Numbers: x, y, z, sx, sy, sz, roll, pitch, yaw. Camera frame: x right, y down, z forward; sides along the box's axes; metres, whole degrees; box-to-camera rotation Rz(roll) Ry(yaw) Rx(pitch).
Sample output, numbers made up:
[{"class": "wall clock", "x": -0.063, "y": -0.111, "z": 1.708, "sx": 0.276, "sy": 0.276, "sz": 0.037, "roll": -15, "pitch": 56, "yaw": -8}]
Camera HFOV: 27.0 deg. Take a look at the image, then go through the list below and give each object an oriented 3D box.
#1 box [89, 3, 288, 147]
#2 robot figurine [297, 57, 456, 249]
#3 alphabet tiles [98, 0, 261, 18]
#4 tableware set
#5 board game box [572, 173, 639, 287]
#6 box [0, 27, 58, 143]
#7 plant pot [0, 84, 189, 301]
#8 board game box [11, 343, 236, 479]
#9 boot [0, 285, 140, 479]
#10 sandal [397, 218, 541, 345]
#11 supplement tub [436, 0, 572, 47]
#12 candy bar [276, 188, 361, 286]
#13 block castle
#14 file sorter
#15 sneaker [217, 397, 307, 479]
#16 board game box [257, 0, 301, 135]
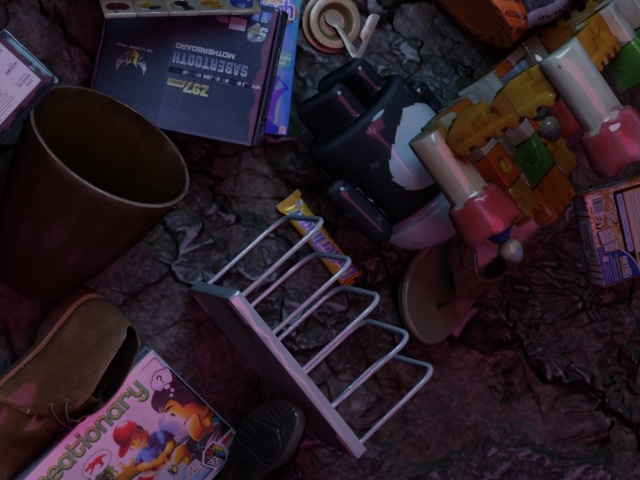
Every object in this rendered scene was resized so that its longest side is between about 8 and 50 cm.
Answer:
[{"class": "box", "x": -0.173, "y": -0.231, "z": 1.735, "sx": 0.232, "sy": 0.059, "sz": 0.183, "roll": 13, "pitch": 95, "yaw": 8}, {"class": "robot figurine", "x": 0.100, "y": -0.115, "z": 1.824, "sx": 0.209, "sy": 0.173, "sz": 0.278, "roll": -42, "pitch": 105, "yaw": 2}, {"class": "alphabet tiles", "x": -0.175, "y": -0.336, "z": 1.718, "sx": 0.237, "sy": 0.198, "sz": 0.009, "roll": -4, "pitch": 126, "yaw": -16}, {"class": "tableware set", "x": 0.042, "y": -0.354, "z": 1.858, "sx": 0.128, "sy": 0.039, "sz": 0.194, "roll": 25, "pitch": 86, "yaw": -18}, {"class": "board game box", "x": 0.489, "y": -0.025, "z": 2.025, "sx": 0.193, "sy": 0.045, "sz": 0.147, "roll": -16, "pitch": 99, "yaw": -16}, {"class": "box", "x": -0.485, "y": -0.071, "z": 1.565, "sx": 0.097, "sy": 0.318, "sz": 0.395, "roll": 43, "pitch": 82, "yaw": -15}, {"class": "plant pot", "x": -0.316, "y": -0.038, "z": 1.674, "sx": 0.215, "sy": 0.215, "sz": 0.230, "roll": 29, "pitch": 119, "yaw": -18}, {"class": "board game box", "x": -0.273, "y": 0.316, "z": 1.801, "sx": 0.305, "sy": 0.053, "sz": 0.193, "roll": -46, "pitch": 106, "yaw": -10}, {"class": "boot", "x": -0.351, "y": 0.210, "z": 1.722, "sx": 0.305, "sy": 0.115, "sz": 0.112, "roll": -56, "pitch": 150, "yaw": -6}, {"class": "sandal", "x": 0.224, "y": 0.020, "z": 1.921, "sx": 0.120, "sy": 0.086, "sz": 0.303, "roll": 44, "pitch": 81, "yaw": -16}, {"class": "supplement tub", "x": 0.312, "y": -0.444, "z": 1.851, "sx": 0.207, "sy": 0.207, "sz": 0.338, "roll": 43, "pitch": 81, "yaw": -16}, {"class": "candy bar", "x": 0.000, "y": 0.000, "z": 1.884, "sx": 0.040, "sy": 0.018, "sz": 0.161, "roll": -41, "pitch": 104, "yaw": -11}, {"class": "block castle", "x": 0.340, "y": -0.168, "z": 1.747, "sx": 0.213, "sy": 0.303, "sz": 0.453, "roll": 54, "pitch": 38, "yaw": -6}, {"class": "file sorter", "x": -0.006, "y": 0.123, "z": 1.803, "sx": 0.173, "sy": 0.193, "sz": 0.278, "roll": -41, "pitch": 105, "yaw": -14}, {"class": "sneaker", "x": -0.059, "y": 0.296, "z": 1.820, "sx": 0.130, "sy": 0.087, "sz": 0.227, "roll": -10, "pitch": 133, "yaw": -48}, {"class": "board game box", "x": -0.115, "y": -0.254, "z": 1.807, "sx": 0.160, "sy": 0.047, "sz": 0.210, "roll": 5, "pitch": 92, "yaw": -14}]
